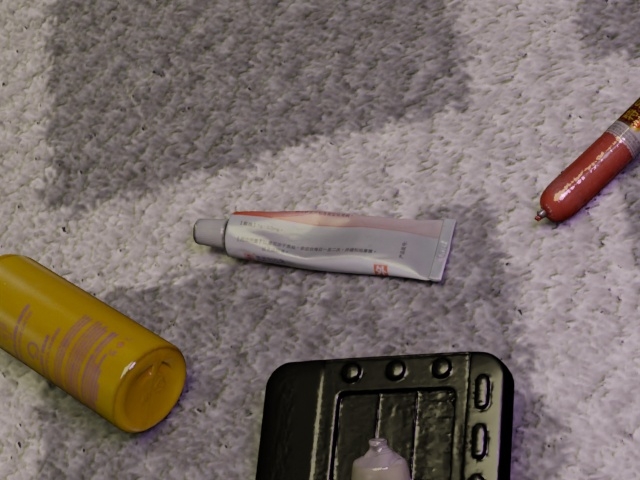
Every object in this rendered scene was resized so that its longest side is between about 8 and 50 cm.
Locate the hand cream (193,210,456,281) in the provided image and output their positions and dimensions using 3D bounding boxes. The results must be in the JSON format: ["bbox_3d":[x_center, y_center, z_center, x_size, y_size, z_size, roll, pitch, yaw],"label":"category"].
[{"bbox_3d":[0.000,-0.002,1.195,0.216,0.038,0.052,5,85,19],"label":"hand cream"}]

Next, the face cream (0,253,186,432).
[{"bbox_3d":[-0.230,0.065,1.215,0.273,0.078,0.078,27,72,34],"label":"face cream"}]

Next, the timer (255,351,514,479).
[{"bbox_3d":[0.046,0.156,1.058,0.187,0.055,0.144,-5,63,25],"label":"timer"}]

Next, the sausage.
[{"bbox_3d":[0.257,-0.100,1.152,0.253,0.034,0.034,-44,53,-10],"label":"sausage"}]

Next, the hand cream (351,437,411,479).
[{"bbox_3d":[0.043,0.215,0.991,0.057,0.037,0.165,-2,93,24],"label":"hand cream"}]
